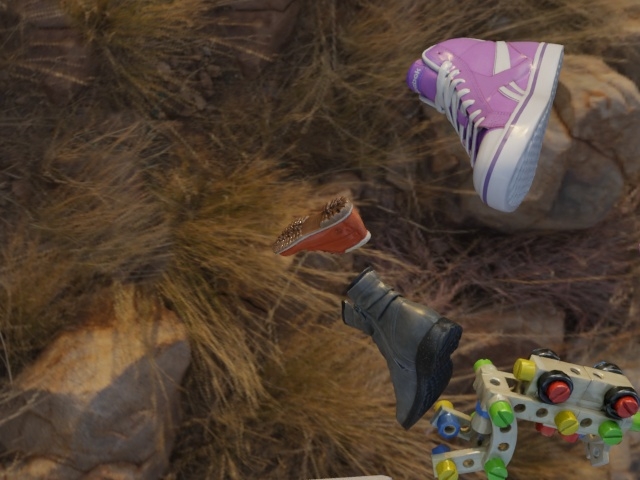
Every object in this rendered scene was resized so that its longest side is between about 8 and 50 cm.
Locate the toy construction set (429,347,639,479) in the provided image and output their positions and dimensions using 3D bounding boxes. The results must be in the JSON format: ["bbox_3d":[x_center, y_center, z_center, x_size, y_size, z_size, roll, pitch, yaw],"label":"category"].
[{"bbox_3d":[0.330,0.263,1.083,0.327,0.151,0.215,7,116,-22],"label":"toy construction set"}]

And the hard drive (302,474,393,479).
[{"bbox_3d":[-0.063,0.402,0.978,0.353,0.233,0.047,-16,95,-67],"label":"hard drive"}]

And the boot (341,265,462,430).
[{"bbox_3d":[0.101,0.145,1.033,0.083,0.161,0.246,-38,150,-32],"label":"boot"}]

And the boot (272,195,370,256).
[{"bbox_3d":[0.000,0.000,1.150,0.084,0.158,0.059,47,35,-29],"label":"boot"}]

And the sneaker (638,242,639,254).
[{"bbox_3d":[0.689,-0.016,1.384,0.236,0.104,0.095,-38,119,9],"label":"sneaker"}]

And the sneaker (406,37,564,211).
[{"bbox_3d":[0.158,-0.131,0.789,0.282,0.161,0.102,-59,158,-50],"label":"sneaker"}]
